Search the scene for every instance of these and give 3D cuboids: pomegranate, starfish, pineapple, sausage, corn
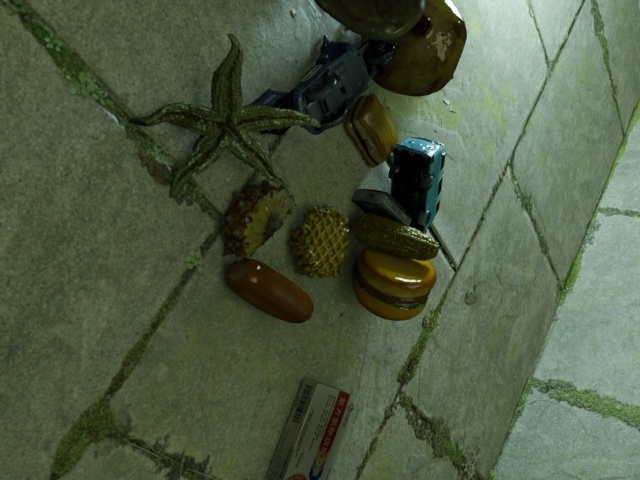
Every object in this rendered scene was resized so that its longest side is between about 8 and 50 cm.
[{"bbox_3d":[0.240,-0.516,1.653,0.281,0.281,0.281,-14,109,-47],"label":"pomegranate"},{"bbox_3d":[-0.192,-0.220,1.334,0.347,0.078,0.358,-38,129,-3],"label":"starfish"},{"bbox_3d":[-0.151,-0.069,1.469,0.233,0.079,0.135,-50,141,-37],"label":"pineapple"},{"bbox_3d":[-0.117,0.125,1.526,0.274,0.105,0.105,37,71,-46],"label":"sausage"},{"bbox_3d":[0.201,-0.009,1.767,0.097,0.262,0.097,18,90,-83],"label":"corn"}]

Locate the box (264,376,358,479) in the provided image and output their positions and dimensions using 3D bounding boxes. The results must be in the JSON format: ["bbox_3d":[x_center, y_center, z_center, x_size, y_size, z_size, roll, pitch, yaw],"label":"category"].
[{"bbox_3d":[-0.029,0.575,1.767,0.214,0.069,0.353,34,75,-47],"label":"box"}]

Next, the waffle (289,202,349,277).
[{"bbox_3d":[0.000,0.000,1.662,0.193,0.070,0.197,-2,98,-48],"label":"waffle"}]

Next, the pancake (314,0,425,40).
[{"bbox_3d":[0.117,-0.610,1.518,0.294,0.294,0.049,-62,176,-19],"label":"pancake"}]

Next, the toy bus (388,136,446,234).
[{"bbox_3d":[0.287,-0.174,1.863,0.165,0.133,0.271,-45,145,-41],"label":"toy bus"}]

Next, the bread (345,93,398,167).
[{"bbox_3d":[0.147,-0.300,1.760,0.200,0.077,0.116,51,53,-43],"label":"bread"}]

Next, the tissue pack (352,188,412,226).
[{"bbox_3d":[0.175,-0.089,1.805,0.156,0.112,0.051,39,69,-46],"label":"tissue pack"}]

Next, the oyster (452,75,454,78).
[{"bbox_3d":[0.331,-0.646,1.879,0.201,0.107,0.354,-31,110,-64],"label":"oyster"}]

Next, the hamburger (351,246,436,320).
[{"bbox_3d":[0.201,0.125,1.806,0.246,0.246,0.170,-16,130,-46],"label":"hamburger"}]

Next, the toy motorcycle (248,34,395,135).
[{"bbox_3d":[0.014,-0.376,1.492,0.358,0.213,0.125,-46,132,-27],"label":"toy motorcycle"}]
